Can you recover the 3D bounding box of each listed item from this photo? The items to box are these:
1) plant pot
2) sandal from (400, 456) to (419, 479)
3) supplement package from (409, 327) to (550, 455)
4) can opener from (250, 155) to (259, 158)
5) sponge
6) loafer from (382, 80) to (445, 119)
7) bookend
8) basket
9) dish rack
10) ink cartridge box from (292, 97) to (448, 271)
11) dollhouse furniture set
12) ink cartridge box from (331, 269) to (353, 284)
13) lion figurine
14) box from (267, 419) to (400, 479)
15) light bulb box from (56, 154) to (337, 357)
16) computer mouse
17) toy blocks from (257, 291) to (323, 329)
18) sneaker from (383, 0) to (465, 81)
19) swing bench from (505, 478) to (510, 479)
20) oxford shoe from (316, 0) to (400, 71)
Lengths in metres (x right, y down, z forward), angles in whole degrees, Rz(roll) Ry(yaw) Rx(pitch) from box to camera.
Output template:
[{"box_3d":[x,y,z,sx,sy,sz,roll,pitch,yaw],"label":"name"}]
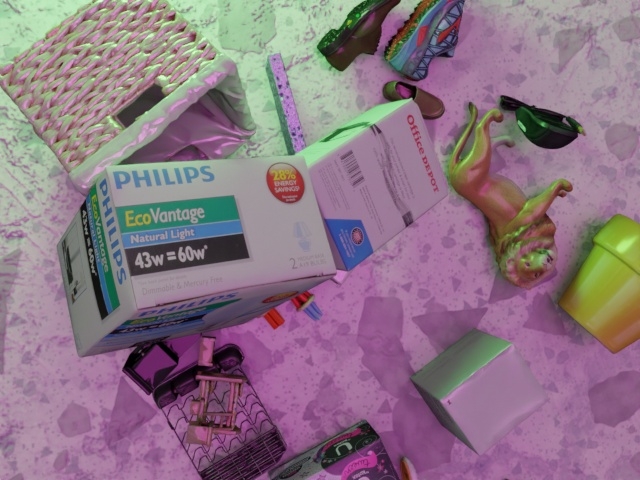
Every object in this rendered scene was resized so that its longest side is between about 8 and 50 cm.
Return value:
[{"box_3d":[0.668,0.110,1.482,0.254,0.254,0.239,41,99,-9],"label":"plant pot"},{"box_3d":[0.189,0.613,1.476,0.076,0.102,0.265,-11,85,-9],"label":"sandal"},{"box_3d":[0.333,0.315,1.435,0.194,0.203,0.149,-36,97,-7],"label":"supplement package"},{"box_3d":[-0.190,-0.144,1.401,0.186,0.059,0.073,4,91,-11],"label":"can opener"},{"box_3d":[-0.071,-0.271,1.390,0.031,0.117,0.210,-15,94,-7],"label":"sponge"},{"box_3d":[0.208,-0.308,1.473,0.148,0.050,0.056,18,88,-10],"label":"loafer"},{"box_3d":[-0.307,0.211,1.339,0.156,0.157,0.072,-45,99,-6],"label":"bookend"},{"box_3d":[-0.332,-0.237,1.225,0.328,0.331,0.266,-41,80,-7],"label":"basket"},{"box_3d":[-0.204,0.381,1.408,0.208,0.074,0.272,-29,98,-7],"label":"dish rack"},{"box_3d":[0.086,-0.115,1.348,0.307,0.129,0.223,-35,112,-28],"label":"ink cartridge box"},{"box_3d":[-0.191,0.285,1.288,0.101,0.161,0.182,7,87,-7],"label":"dollhouse furniture set"},{"box_3d":[0.000,0.000,1.437,0.181,0.061,0.104,38,84,-10],"label":"ink cartridge box"},{"box_3d":[0.396,-0.097,1.487,0.240,0.142,0.392,-45,84,1],"label":"lion figurine"},{"box_3d":[0.036,0.519,1.417,0.247,0.142,0.163,-26,96,-9],"label":"box"},{"box_3d":[-0.228,0.031,1.171,0.358,0.361,0.225,-8,76,-34],"label":"light bulb box"},{"box_3d":[0.497,-0.235,1.444,0.184,0.262,0.060,13,113,-15],"label":"computer mouse"},{"box_3d":[-0.076,0.137,1.431,0.123,0.054,0.148,-43,98,-7],"label":"toy blocks"},{"box_3d":[0.254,-0.459,1.469,0.125,0.104,0.262,41,88,-26],"label":"sneaker"},{"box_3d":[0.473,0.727,1.496,0.254,0.165,0.253,38,84,-15],"label":"swing bench"},{"box_3d":[0.098,-0.452,1.445,0.227,0.083,0.096,-45,118,-6],"label":"oxford shoe"}]
